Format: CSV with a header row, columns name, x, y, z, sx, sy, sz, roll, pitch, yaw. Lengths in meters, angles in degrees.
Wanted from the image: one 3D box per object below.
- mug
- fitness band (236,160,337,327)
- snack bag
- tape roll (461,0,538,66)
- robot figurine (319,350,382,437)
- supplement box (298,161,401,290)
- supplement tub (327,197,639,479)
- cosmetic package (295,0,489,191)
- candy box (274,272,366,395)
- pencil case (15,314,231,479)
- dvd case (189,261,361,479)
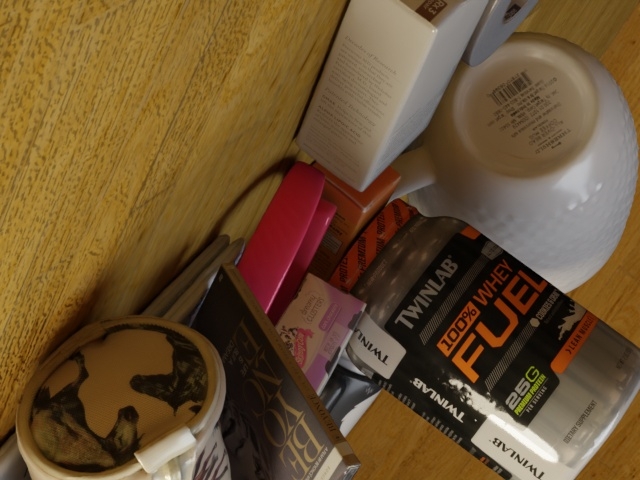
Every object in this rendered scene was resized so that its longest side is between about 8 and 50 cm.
name,x,y,z,sx,sy,sz,roll,pitch,yaw
mug,0.190,-0.079,1.759,0.374,0.276,0.328,-22,163,0
fitness band,-0.062,0.056,1.437,0.291,0.054,0.209,-65,175,32
snack bag,-0.208,0.178,1.370,0.342,0.037,0.323,-45,169,-37
tape roll,0.183,-0.277,1.456,0.219,0.072,0.219,-51,171,-12
robot figurine,-0.015,0.160,1.803,0.173,0.209,0.278,15,116,-48
supplement box,0.000,0.000,1.591,0.078,0.080,0.233,-43,166,-42
supplement tub,0.162,0.107,1.560,0.193,0.316,0.193,-53,172,-11
cosmetic package,0.064,-0.158,1.295,0.117,0.085,0.231,-46,167,-36
candy box,-0.042,0.156,1.480,0.196,0.070,0.165,-64,176,36
pencil case,-0.131,0.245,1.217,0.160,0.183,0.410,-33,139,-26
dvd case,-0.057,0.154,1.279,0.018,0.221,0.164,-9,141,-37
